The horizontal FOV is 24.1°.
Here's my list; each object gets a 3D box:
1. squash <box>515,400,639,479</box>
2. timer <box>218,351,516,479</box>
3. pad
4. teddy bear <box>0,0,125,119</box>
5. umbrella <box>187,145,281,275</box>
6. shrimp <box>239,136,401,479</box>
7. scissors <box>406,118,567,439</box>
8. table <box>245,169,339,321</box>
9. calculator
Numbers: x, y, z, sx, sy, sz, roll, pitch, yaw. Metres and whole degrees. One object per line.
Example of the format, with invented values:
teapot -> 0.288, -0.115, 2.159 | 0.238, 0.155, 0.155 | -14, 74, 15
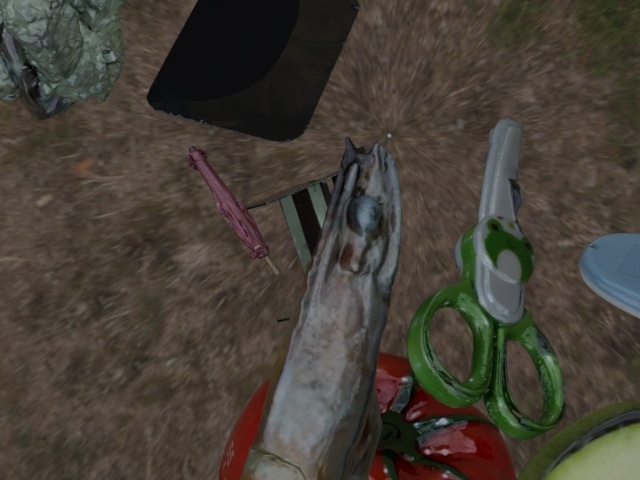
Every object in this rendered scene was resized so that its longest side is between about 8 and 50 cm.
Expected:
squash -> 0.219, 0.235, 1.029 | 0.252, 0.049, 0.252 | 0, 91, -22
timer -> 0.057, 0.321, 1.906 | 0.378, 0.378, 0.279 | 21, 127, 1
pad -> -0.070, -0.212, 1.663 | 0.181, 0.267, 0.004 | 15, 139, 8
teddy bear -> -0.189, -0.139, 1.034 | 0.111, 0.213, 0.133 | 47, 59, -18
umbrella -> -0.092, -0.030, 1.590 | 0.027, 0.025, 0.165 | -34, 88, -3
shrimp -> 0.008, 0.099, 0.894 | 0.062, 0.164, 0.316 | 12, 91, 17
scissors -> 0.098, 0.011, 0.849 | 0.101, 0.204, 0.027 | 28, 139, -26
table -> 0.000, 0.000, 1.838 | 0.062, 0.175, 0.146 | -12, 99, 46
calculator -> 0.457, 0.063, 1.789 | 0.303, 0.188, 0.042 | 18, 120, 19
